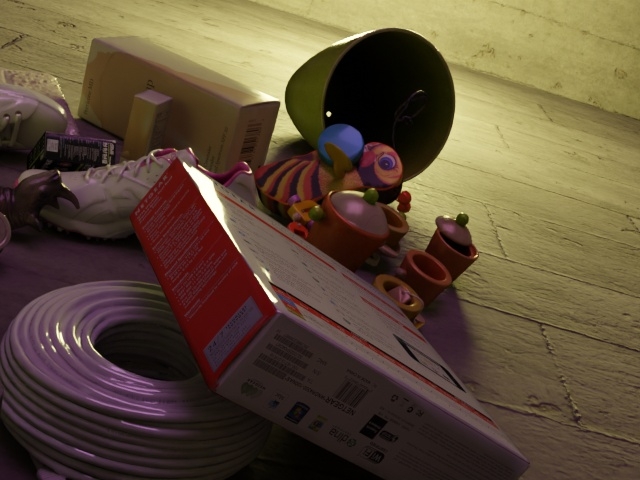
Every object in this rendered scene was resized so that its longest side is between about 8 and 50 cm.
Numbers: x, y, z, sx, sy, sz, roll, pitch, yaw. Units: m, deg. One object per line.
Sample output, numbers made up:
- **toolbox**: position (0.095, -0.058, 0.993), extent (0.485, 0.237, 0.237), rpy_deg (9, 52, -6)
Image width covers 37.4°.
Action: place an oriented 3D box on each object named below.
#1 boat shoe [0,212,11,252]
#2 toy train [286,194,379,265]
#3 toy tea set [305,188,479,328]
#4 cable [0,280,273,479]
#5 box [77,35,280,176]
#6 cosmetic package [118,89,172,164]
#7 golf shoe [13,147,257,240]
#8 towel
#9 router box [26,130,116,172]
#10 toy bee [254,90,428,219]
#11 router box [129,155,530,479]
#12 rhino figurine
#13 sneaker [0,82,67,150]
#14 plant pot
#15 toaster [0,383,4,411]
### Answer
- **boat shoe**: position (-0.436, 0.005, 0.995), extent (0.206, 0.075, 0.065), rpy_deg (-6, -12, -35)
- **toy train**: position (0.000, 0.000, 1.348), extent (0.166, 0.046, 0.125), rpy_deg (13, 43, -36)
- **toy tea set**: position (0.116, -0.004, 1.283), extent (0.200, 0.124, 0.336), rpy_deg (40, 26, 13)
- **cable**: position (-0.164, 0.123, 0.851), extent (0.257, 0.089, 0.257), rpy_deg (-6, 32, -46)
- **box**: position (-0.235, -0.215, 1.545), extent (0.311, 0.148, 0.121), rpy_deg (26, 23, 23)
- **cosmetic package**: position (-0.265, -0.166, 1.437), extent (0.041, 0.115, 0.060), rpy_deg (21, 21, 9)
- **golf shoe**: position (-0.226, -0.066, 1.198), extent (0.306, 0.140, 0.115), rpy_deg (11, 24, -13)
- **towel**: position (-0.490, -0.220, 1.487), extent (0.187, 0.049, 0.282), rpy_deg (5, 25, -29)
- **router box**: position (-0.333, -0.105, 1.257), extent (0.092, 0.038, 0.122), rpy_deg (5, -14, -27)
- **toy bee**: position (0.059, -0.101, 1.421), extent (0.162, 0.298, 0.195), rpy_deg (60, 12, 26)
- **router box**: position (0.004, 0.090, 0.894), extent (0.335, 0.082, 0.301), rpy_deg (34, 9, -34)
- **rhino figurine**: position (-0.403, -0.059, 1.099), extent (0.243, 0.106, 0.073), rpy_deg (10, -9, -19)
- **sneaker**: position (-0.482, -0.144, 1.269), extent (0.290, 0.106, 0.123), rpy_deg (2, 43, -28)
- **plant pot**: position (0.057, -0.260, 1.772), extent (0.274, 0.275, 0.293), rpy_deg (5, 9, -29)
- **toaster**: position (-0.325, 0.146, 0.642), extent (0.185, 0.110, 0.168), rpy_deg (24, 23, 16)
